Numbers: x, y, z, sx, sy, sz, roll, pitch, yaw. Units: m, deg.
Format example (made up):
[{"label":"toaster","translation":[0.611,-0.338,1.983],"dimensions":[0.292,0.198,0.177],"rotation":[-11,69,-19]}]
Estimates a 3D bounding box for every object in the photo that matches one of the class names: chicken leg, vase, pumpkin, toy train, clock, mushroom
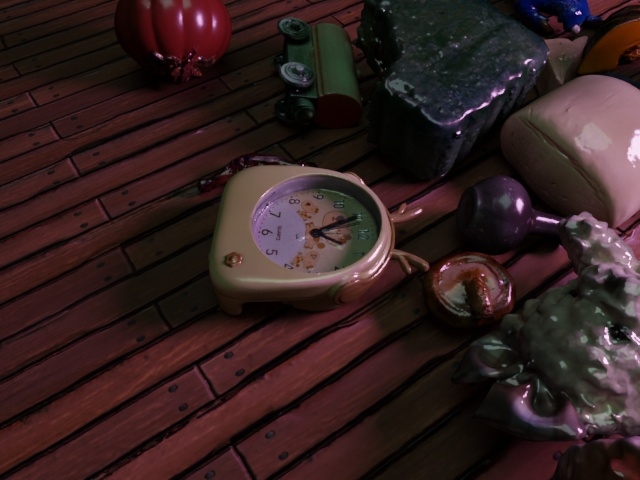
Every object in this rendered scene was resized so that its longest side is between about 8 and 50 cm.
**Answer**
[{"label":"chicken leg","translation":[-0.103,-0.111,0.940],"dimensions":[0.205,0.053,0.093],"rotation":[4,66,10]},{"label":"vase","translation":[0.301,-0.030,0.827],"dimensions":[0.182,0.120,0.120],"rotation":[9,51,-8]},{"label":"pumpkin","translation":[0.639,-0.448,1.152],"dimensions":[0.278,0.111,0.163],"rotation":[-11,47,-6]},{"label":"toy train","translation":[-0.004,-0.330,1.078],"dimensions":[0.177,0.116,0.286],"rotation":[4,50,-11]},{"label":"clock","translation":[0.000,0.000,0.814],"dimensions":[0.307,0.096,0.235],"rotation":[2,50,3]},{"label":"mushroom","translation":[0.203,0.066,0.760],"dimensions":[0.127,0.087,0.127],"rotation":[1,55,-1]}]

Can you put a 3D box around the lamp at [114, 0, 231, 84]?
[{"label":"lamp","translation":[-0.289,-0.414,1.092],"dimensions":[0.226,0.227,0.227],"rotation":[-1,51,1]}]

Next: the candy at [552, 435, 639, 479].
[{"label":"candy","translation":[0.352,0.285,0.499],"dimensions":[0.289,0.214,0.157],"rotation":[17,49,13]}]

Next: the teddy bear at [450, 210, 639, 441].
[{"label":"teddy bear","translation":[0.376,0.045,0.615],"dimensions":[0.362,0.376,0.327],"rotation":[7,27,-22]}]

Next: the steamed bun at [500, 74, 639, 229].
[{"label":"steamed bun","translation":[0.427,-0.152,0.883],"dimensions":[0.200,0.155,0.250],"rotation":[-29,56,-14]}]

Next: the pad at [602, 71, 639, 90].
[{"label":"pad","translation":[0.596,-0.202,1.015],"dimensions":[0.269,0.012,0.269],"rotation":[33,59,25]}]

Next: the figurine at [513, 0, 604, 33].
[{"label":"figurine","translation":[0.514,-0.556,1.231],"dimensions":[0.164,0.121,0.262],"rotation":[-19,55,-18]}]

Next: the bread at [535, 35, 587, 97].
[{"label":"bread","translation":[0.477,-0.323,1.074],"dimensions":[0.105,0.077,0.152],"rotation":[-2,52,1]}]

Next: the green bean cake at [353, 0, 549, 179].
[{"label":"green bean cake","translation":[0.183,-0.293,0.965],"dimensions":[0.300,0.169,0.308],"rotation":[-39,71,-19]}]
